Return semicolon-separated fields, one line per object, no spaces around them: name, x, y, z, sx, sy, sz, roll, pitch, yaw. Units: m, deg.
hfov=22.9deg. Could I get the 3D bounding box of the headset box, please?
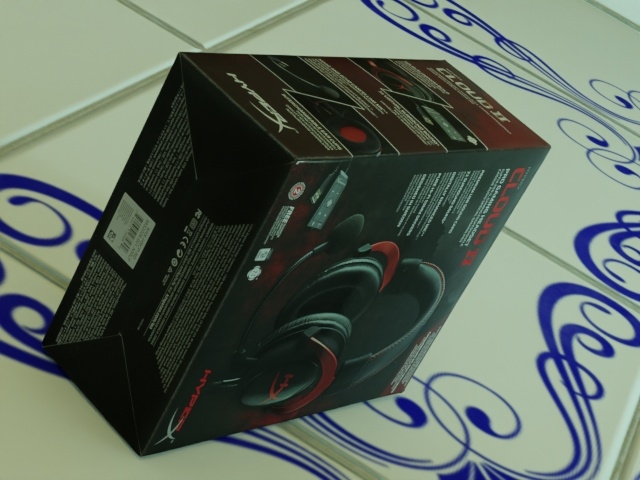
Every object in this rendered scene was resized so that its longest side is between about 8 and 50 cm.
headset box;0.000;0.000;1.000;0.110;0.218;0.293;43;28;28
